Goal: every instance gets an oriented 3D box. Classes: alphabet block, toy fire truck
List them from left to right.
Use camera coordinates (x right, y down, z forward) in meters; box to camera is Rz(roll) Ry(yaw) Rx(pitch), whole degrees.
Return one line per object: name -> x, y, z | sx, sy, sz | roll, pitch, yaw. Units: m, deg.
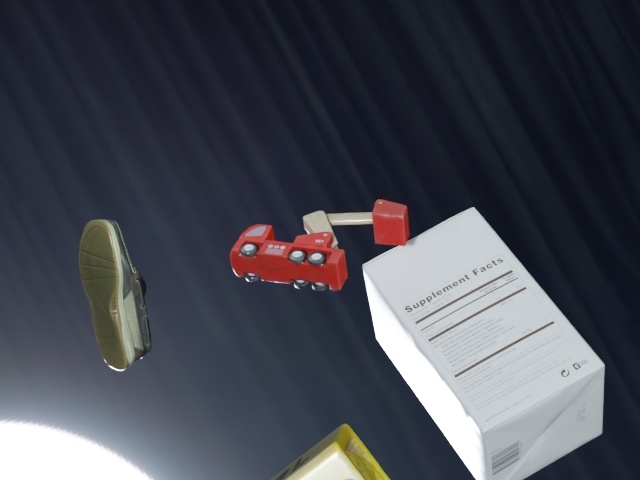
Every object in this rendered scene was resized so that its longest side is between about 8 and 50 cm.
toy fire truck -> 0.000, 0.000, 1.685 | 0.192, 0.047, 0.135 | 7, -141, 19
alphabet block -> 0.006, 0.381, 1.819 | 0.197, 0.192, 0.193 | -37, 179, 4

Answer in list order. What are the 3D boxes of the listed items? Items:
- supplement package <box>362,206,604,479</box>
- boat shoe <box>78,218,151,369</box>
supplement package -> 0.204, 0.139, 1.764 | 0.175, 0.293, 0.177 | -28, 143, -11
boat shoe -> -0.286, 0.071, 1.974 | 0.080, 0.223, 0.073 | 7, -159, 39
